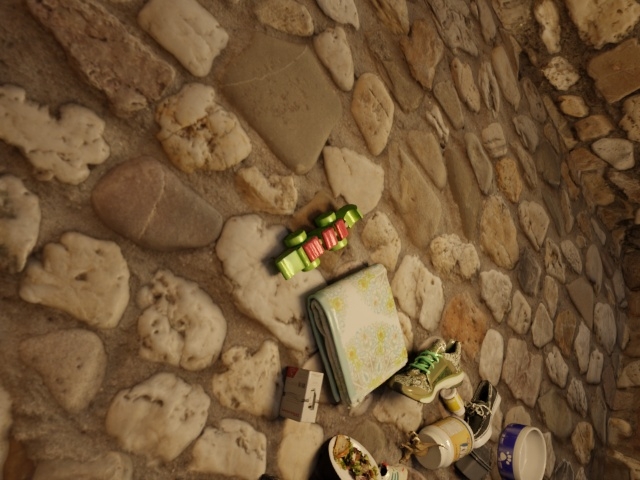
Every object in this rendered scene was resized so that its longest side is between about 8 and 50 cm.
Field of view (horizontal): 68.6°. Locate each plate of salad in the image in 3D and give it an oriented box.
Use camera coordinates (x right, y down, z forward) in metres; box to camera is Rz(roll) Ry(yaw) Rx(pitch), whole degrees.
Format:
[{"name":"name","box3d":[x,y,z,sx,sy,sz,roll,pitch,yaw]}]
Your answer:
[{"name":"plate of salad","box3d":[0.110,0.658,1.387,0.200,0.200,0.048,26,110,-37]}]

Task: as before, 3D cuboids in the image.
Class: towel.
[{"name":"towel","box3d":[0.128,0.294,1.492,0.320,0.090,0.374,-22,101,-44]}]

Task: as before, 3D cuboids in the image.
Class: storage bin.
[{"name":"storage bin","box3d":[0.594,0.884,1.851,0.091,0.098,0.135,-45,119,-4]}]

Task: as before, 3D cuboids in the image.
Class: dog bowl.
[{"name":"dog bowl","box3d":[0.903,0.963,2.098,0.265,0.104,0.264,4,84,-41]}]

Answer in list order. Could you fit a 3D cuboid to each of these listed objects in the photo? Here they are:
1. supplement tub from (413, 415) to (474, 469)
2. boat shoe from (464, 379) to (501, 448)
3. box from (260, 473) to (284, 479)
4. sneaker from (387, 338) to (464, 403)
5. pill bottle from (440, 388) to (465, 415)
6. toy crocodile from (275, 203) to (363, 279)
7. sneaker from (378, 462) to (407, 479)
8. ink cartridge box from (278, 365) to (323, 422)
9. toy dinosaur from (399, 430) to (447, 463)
[{"name":"supplement tub","box3d":[0.442,0.727,1.686,0.200,0.144,0.144,-2,87,-41]},{"name":"boat shoe","box3d":[0.643,0.690,1.891,0.306,0.113,0.105,-40,105,-39]},{"name":"box","box3d":[-0.111,0.734,1.172,0.056,0.183,0.231,32,66,-35]},{"name":"sneaker","box3d":[0.372,0.430,1.631,0.410,0.158,0.182,-2,102,-49]},{"name":"pill bottle","box3d":[0.514,0.622,1.813,0.065,0.065,0.116,-46,115,-34]},{"name":"toy crocodile","box3d":[0.000,0.000,1.390,0.340,0.105,0.115,-36,109,-37]},{"name":"sneaker","box3d":[0.232,0.771,1.554,0.161,0.057,0.075,-5,95,-39]},{"name":"ink cartridge box","box3d":[-0.054,0.428,1.307,0.056,0.099,0.135,23,72,-39]},{"name":"toy dinosaur","box3d":[0.339,0.703,1.610,0.092,0.183,0.053,53,25,-6]}]
